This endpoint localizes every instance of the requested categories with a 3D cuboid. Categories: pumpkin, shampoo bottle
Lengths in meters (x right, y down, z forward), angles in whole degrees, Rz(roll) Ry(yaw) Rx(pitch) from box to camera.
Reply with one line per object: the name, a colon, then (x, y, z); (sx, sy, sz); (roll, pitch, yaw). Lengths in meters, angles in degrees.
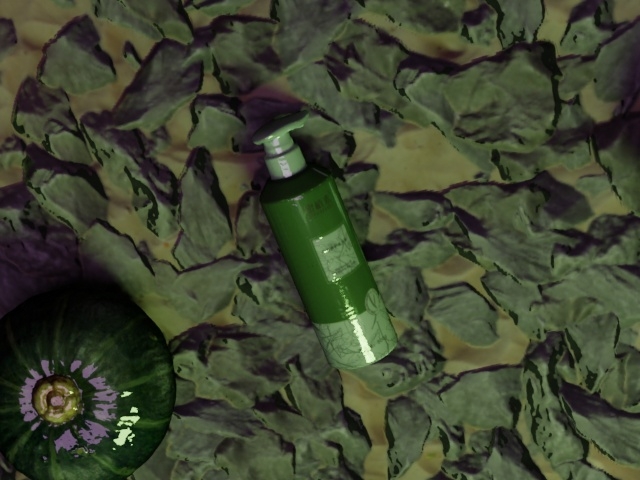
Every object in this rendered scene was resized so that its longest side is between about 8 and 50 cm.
pumpkin: (-0.199, 0.121, 0.980); (0.167, 0.125, 0.167); (0, 94, -7)
shampoo bottle: (0.000, 0.000, 0.939); (0.065, 0.065, 0.204); (-17, 111, 14)
